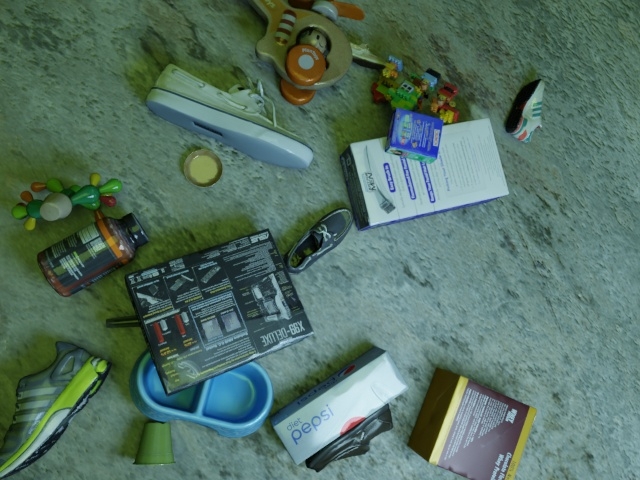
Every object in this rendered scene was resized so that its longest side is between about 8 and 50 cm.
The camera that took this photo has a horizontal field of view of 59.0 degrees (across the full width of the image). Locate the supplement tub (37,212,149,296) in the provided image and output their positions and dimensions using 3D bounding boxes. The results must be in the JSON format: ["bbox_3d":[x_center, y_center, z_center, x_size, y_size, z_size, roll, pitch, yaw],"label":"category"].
[{"bbox_3d":[-0.445,0.022,1.127,0.198,0.106,0.106,-31,92,-13],"label":"supplement tub"}]

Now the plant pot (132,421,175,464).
[{"bbox_3d":[-0.330,0.406,1.137,0.083,0.083,0.079,4,72,-11],"label":"plant pot"}]

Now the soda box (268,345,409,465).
[{"bbox_3d":[0.038,0.345,1.204,0.286,0.091,0.098,-30,92,-12],"label":"soda box"}]

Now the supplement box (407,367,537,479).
[{"bbox_3d":[0.329,0.411,1.238,0.194,0.129,0.191,24,81,-8],"label":"supplement box"}]

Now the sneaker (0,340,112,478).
[{"bbox_3d":[-0.545,0.327,1.092,0.121,0.111,0.300,38,73,4],"label":"sneaker"}]

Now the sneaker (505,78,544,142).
[{"bbox_3d":[0.513,-0.313,1.382,0.075,0.057,0.161,32,78,-24],"label":"sneaker"}]

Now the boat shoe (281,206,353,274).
[{"bbox_3d":[0.000,0.000,1.239,0.206,0.065,0.075,-41,94,-12],"label":"boat shoe"}]

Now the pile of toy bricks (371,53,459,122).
[{"bbox_3d":[0.196,-0.315,1.250,0.212,0.118,0.105,36,78,20],"label":"pile of toy bricks"}]

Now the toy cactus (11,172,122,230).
[{"bbox_3d":[-0.498,-0.066,1.094,0.219,0.180,0.112,-6,107,-7],"label":"toy cactus"}]

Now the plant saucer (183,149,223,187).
[{"bbox_3d":[-0.253,-0.155,1.226,0.083,0.015,0.083,1,86,-11],"label":"plant saucer"}]

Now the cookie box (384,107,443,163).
[{"bbox_3d":[0.200,-0.222,1.206,0.107,0.040,0.092,13,80,-9],"label":"cookie box"}]

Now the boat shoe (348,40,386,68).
[{"bbox_3d":[0.090,-0.432,1.302,0.135,0.050,0.045,16,88,-10],"label":"boat shoe"}]

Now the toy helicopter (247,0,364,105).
[{"bbox_3d":[-0.068,-0.491,1.235,0.235,0.140,0.355,-43,91,-12],"label":"toy helicopter"}]

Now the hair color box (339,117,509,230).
[{"bbox_3d":[0.232,-0.148,1.277,0.339,0.110,0.185,-12,86,-14],"label":"hair color box"}]

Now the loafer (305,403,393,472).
[{"bbox_3d":[0.070,0.430,1.208,0.220,0.080,0.078,-31,91,-12],"label":"loafer"}]

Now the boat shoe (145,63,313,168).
[{"bbox_3d":[-0.171,-0.282,1.205,0.367,0.136,0.156,21,78,1],"label":"boat shoe"}]

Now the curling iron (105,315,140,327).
[{"bbox_3d":[-0.303,0.148,1.181,0.274,0.035,0.068,-10,83,-13],"label":"curling iron"}]

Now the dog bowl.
[{"bbox_3d":[-0.232,0.294,1.141,0.297,0.074,0.166,17,66,-10],"label":"dog bowl"}]

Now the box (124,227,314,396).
[{"bbox_3d":[-0.199,0.135,1.129,0.307,0.076,0.242,-20,76,-22],"label":"box"}]
